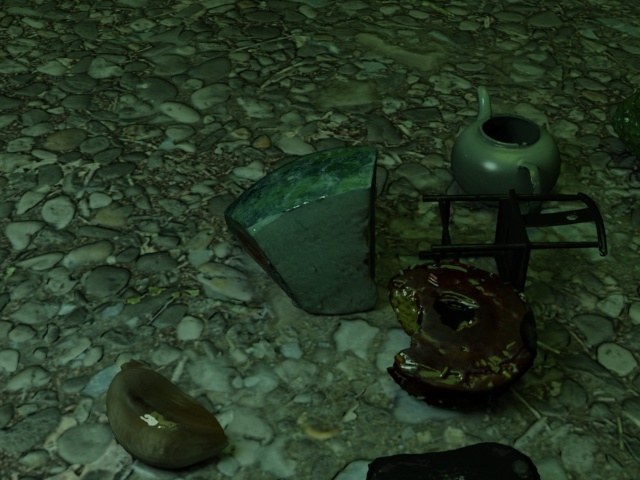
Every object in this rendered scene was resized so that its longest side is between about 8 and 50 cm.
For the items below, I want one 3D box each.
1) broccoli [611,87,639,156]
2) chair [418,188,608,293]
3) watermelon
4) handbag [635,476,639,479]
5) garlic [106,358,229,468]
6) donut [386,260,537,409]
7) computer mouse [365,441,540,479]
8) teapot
[{"bbox_3d":[0.695,-0.218,1.741,0.302,0.186,0.254,-13,1,-17],"label":"broccoli"},{"bbox_3d":[0.291,0.011,1.456,0.260,0.141,0.154,-1,39,0],"label":"chair"},{"bbox_3d":[0.000,0.000,1.440,0.228,0.258,0.387,-33,5,-16],"label":"watermelon"},{"bbox_3d":[0.323,0.421,0.878,0.109,0.253,0.316,20,23,-39],"label":"handbag"},{"bbox_3d":[-0.220,0.230,1.218,0.196,0.086,0.101,29,32,35],"label":"garlic"},{"bbox_3d":[0.190,0.134,1.320,0.216,0.096,0.230,-5,47,-11],"label":"donut"},{"bbox_3d":[0.155,0.308,1.132,0.217,0.073,0.122,-7,36,0],"label":"computer mouse"},{"bbox_3d":[0.329,-0.148,1.666,0.193,0.129,0.294,-8,39,-9],"label":"teapot"}]
